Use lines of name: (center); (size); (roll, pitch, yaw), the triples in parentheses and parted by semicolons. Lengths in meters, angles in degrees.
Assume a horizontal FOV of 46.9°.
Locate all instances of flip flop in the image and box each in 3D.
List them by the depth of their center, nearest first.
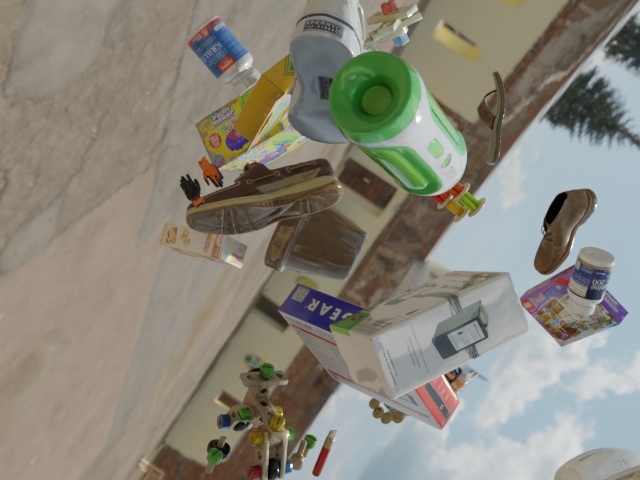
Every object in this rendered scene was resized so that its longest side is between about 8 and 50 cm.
flip flop: (0.506, -0.367, 2.207); (0.112, 0.080, 0.277); (-40, 136, -73)

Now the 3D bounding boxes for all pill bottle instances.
pill bottle: (0.504, 0.078, 1.385); (0.067, 0.067, 0.120); (-56, 156, -60)
pill bottle: (-0.277, -0.537, 2.159); (0.124, 0.221, 0.124); (-41, -169, 9)

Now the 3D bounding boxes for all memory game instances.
memory game: (0.215, 0.429, 2.055); (0.186, 0.012, 0.186); (-29, -146, 22)

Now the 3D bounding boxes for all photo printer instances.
photo printer: (0.593, 0.584, 1.511); (0.107, 0.256, 0.307); (-11, -102, 58)

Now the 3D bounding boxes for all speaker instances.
speaker: (0.117, -0.151, 1.028); (0.131, 0.131, 0.296); (-56, 154, 3)

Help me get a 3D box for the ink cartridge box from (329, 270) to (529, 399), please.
ink cartridge box: (0.182, 0.150, 1.261); (0.273, 0.114, 0.198); (-22, -174, -18)

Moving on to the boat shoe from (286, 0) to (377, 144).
boat shoe: (0.016, -0.286, 1.162); (0.367, 0.136, 0.156); (79, 24, -72)

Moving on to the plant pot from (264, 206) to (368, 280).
plant pot: (0.000, 0.000, 2.046); (0.263, 0.229, 0.263); (-62, 174, -11)

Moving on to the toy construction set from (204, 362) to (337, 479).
toy construction set: (-0.107, 0.450, 1.852); (0.257, 0.309, 0.237); (-105, -146, -70)

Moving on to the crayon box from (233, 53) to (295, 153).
crayon box: (-0.116, -0.395, 1.997); (0.203, 0.083, 0.323); (-52, -179, 43)

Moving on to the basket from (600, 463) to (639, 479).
basket: (0.511, 0.563, 1.139); (0.328, 0.331, 0.266); (-22, 169, -8)

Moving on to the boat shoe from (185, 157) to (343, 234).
boat shoe: (-0.129, -0.108, 1.602); (0.342, 0.123, 0.123); (-15, 152, -6)

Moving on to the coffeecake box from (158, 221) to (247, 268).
coffeecake box: (-0.312, 0.013, 1.973); (0.142, 0.186, 0.068); (37, 66, -68)

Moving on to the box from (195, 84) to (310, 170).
box: (-0.199, -0.369, 2.434); (0.290, 0.177, 0.279); (-27, 173, 26)

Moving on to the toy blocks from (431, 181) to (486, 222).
toy blocks: (0.275, -0.110, 1.614); (0.054, 0.148, 0.123); (-53, -172, -18)

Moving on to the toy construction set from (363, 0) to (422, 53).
toy construction set: (0.128, -0.303, 1.459); (0.151, 0.327, 0.215); (-21, -157, -22)

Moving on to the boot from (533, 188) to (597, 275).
boot: (0.681, -0.025, 2.159); (0.112, 0.115, 0.305); (-119, -143, -45)

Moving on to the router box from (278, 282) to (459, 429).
router box: (0.107, 0.253, 1.618); (0.082, 0.336, 0.301); (-53, 135, -21)

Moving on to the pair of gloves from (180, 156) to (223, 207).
pair of gloves: (-0.228, -0.112, 1.416); (0.083, 0.074, 0.010); (-40, 161, 7)

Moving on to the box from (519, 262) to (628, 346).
box: (0.743, 0.196, 2.193); (0.057, 0.201, 0.293); (-41, 175, -26)

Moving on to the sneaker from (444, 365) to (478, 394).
sneaker: (0.303, 0.319, 1.903); (0.124, 0.180, 0.321); (-43, 163, 0)
